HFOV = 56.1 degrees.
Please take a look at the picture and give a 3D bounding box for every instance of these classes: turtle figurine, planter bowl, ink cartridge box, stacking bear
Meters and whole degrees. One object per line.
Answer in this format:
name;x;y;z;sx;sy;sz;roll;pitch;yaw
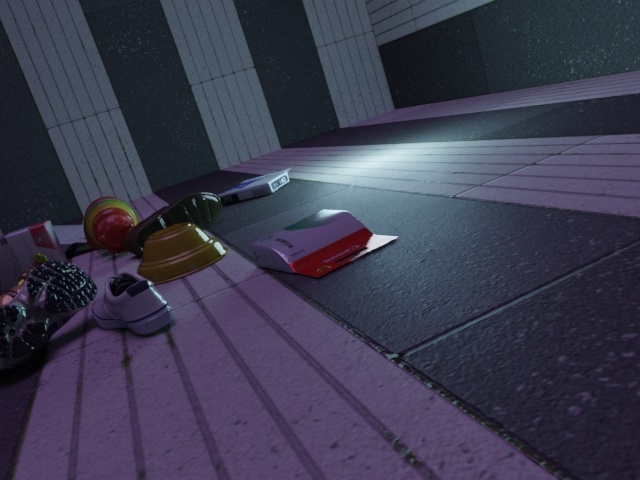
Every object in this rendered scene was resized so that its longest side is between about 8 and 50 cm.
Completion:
turtle figurine;-0.664;0.129;1.330;0.270;0.087;0.217;7;40;33
planter bowl;-0.322;0.017;1.335;0.217;0.090;0.217;-17;14;5
ink cartridge box;-0.876;0.015;2.123;0.385;0.091;0.308;-1;13;-1
ink cartridge box;-0.857;0.053;1.714;0.218;0.158;0.092;-20;16;-10
stacking bear;-0.624;-0.038;1.809;0.175;0.164;0.289;-23;19;-19
ink cartridge box;0.000;0.000;1.079;0.181;0.056;0.225;-26;14;-28
ink cartridge box;-0.219;-0.189;2.093;0.206;0.045;0.208;-12;16;25

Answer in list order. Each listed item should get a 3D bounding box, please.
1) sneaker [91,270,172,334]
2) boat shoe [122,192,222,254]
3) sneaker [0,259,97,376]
sneaker;-0.332;0.096;1.029;0.094;0.091;0.258;-29;16;-37
boat shoe;-0.421;-0.057;1.695;0.104;0.110;0.307;-2;21;45
sneaker;-0.506;0.135;1.044;0.122;0.110;0.283;-44;7;26
